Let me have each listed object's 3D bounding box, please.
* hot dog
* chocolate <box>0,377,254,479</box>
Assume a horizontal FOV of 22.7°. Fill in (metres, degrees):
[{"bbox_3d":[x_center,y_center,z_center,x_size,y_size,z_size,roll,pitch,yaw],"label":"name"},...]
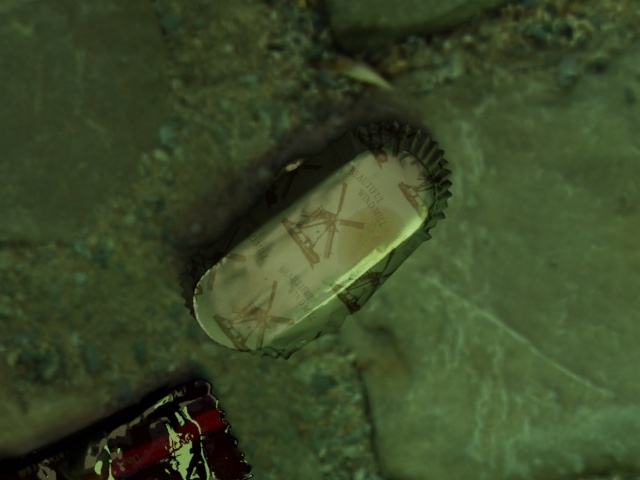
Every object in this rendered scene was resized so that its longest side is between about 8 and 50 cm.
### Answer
[{"bbox_3d":[0.000,0.000,1.006,0.192,0.053,0.099,-42,101,9],"label":"hot dog"},{"bbox_3d":[-0.141,0.157,1.064,0.182,0.028,0.086,-22,106,6],"label":"chocolate"}]
